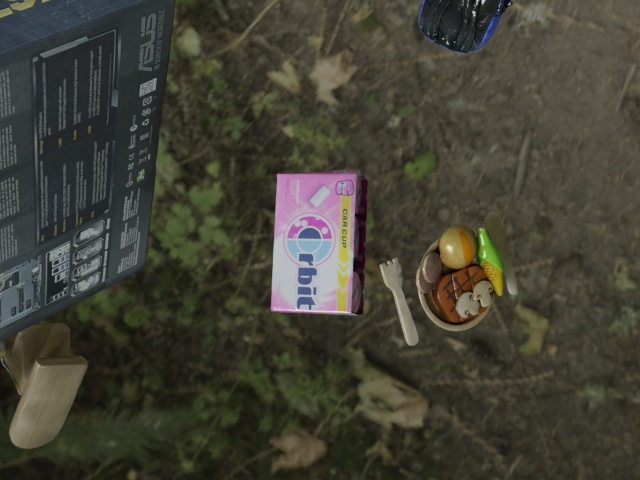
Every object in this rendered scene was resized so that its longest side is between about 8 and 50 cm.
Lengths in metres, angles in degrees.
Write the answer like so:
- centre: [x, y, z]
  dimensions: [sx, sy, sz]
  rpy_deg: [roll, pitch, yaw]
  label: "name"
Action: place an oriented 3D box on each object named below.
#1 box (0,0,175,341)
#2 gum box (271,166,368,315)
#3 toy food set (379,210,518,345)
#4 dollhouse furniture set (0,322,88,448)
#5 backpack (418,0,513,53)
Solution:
- centre: [-0.171, -0.030, 0.616]
  dimensions: [0.059, 0.183, 0.233]
  rpy_deg: [48, 149, 23]
  label: "box"
- centre: [0.000, 0.000, 1.581]
  dimensions: [0.107, 0.062, 0.188]
  rpy_deg: [1, 85, 18]
  label: "gum box"
- centre: [0.174, 0.048, 1.534]
  dimensions: [0.038, 0.192, 0.132]
  rpy_deg: [2, 113, 59]
  label: "toy food set"
- centre: [-0.563, 0.138, 1.562]
  dimensions: [0.362, 0.394, 0.256]
  rpy_deg: [51, 126, 37]
  label: "dollhouse furniture set"
- centre: [0.180, -0.286, 1.461]
  dimensions: [0.098, 0.101, 0.120]
  rpy_deg: [28, 120, 17]
  label: "backpack"
